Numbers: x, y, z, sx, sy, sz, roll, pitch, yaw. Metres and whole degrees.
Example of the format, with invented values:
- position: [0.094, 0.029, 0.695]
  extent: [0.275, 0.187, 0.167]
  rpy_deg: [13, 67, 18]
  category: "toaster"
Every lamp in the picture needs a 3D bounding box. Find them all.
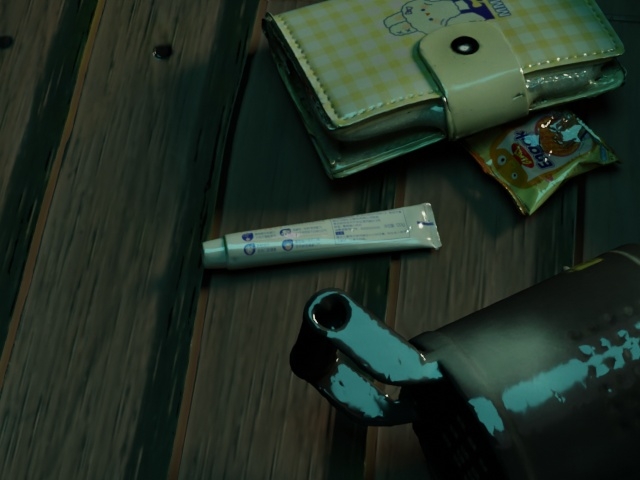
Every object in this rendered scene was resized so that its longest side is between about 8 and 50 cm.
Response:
- position: [0.198, 0.119, 1.292]
  extent: [0.272, 0.205, 0.374]
  rpy_deg: [-42, 80, -18]
  category: "lamp"

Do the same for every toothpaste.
- position: [0.000, 0.000, 1.496]
  extent: [0.218, 0.033, 0.052]
  rpy_deg: [-8, 56, -6]
  category: "toothpaste"

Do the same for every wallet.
- position: [0.119, -0.187, 1.586]
  extent: [0.309, 0.077, 0.223]
  rpy_deg: [-17, 45, -10]
  category: "wallet"

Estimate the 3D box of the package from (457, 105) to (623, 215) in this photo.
- position: [0.206, -0.084, 1.541]
  extent: [0.120, 0.031, 0.108]
  rpy_deg: [-29, 57, -16]
  category: "package"
